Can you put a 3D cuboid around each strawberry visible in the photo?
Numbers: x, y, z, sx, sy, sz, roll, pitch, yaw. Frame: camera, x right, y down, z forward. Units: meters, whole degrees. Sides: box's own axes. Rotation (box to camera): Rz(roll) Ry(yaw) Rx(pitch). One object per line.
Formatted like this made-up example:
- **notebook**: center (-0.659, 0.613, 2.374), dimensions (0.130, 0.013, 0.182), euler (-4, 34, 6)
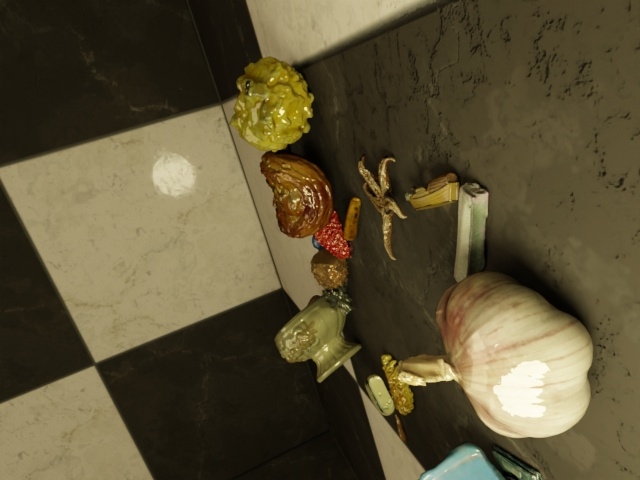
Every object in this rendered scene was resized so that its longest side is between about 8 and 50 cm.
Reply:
- **strawberry**: center (0.030, -0.021, 1.386), dimensions (0.121, 0.082, 0.188), euler (96, 153, -56)

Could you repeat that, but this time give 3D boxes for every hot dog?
- **hot dog**: center (-0.081, -0.155, 1.348), dimensions (0.387, 0.174, 0.267), euler (-132, 27, -70)

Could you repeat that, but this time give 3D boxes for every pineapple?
- **pineapple**: center (0.050, 0.147, 1.487), dimensions (0.128, 0.128, 0.248), euler (49, 161, 54)

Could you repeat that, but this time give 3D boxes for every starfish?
- **starfish**: center (0.138, -0.078, 0.956), dimensions (0.213, 0.056, 0.238), euler (-159, 53, -81)

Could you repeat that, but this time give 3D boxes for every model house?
- **model house**: center (0.313, 0.614, 0.881), dimensions (0.215, 0.237, 0.303), euler (45, 162, 59)

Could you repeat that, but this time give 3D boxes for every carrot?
- **carrot**: center (0.088, -0.056, 1.206), dimensions (0.171, 0.042, 0.042), euler (96, 150, -55)

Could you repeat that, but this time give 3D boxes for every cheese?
- **cheese**: center (0.191, 0.514, 1.433), dimensions (0.127, 0.054, 0.251), euler (62, 173, 25)

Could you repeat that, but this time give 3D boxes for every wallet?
- **wallet**: center (0.387, 0.467, 0.855), dimensions (0.129, 0.026, 0.088), euler (166, 82, -76)

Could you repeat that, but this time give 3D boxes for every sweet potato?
- **sweet potato**: center (0.282, 0.664, 1.538), dimensions (0.026, 0.026, 0.115), euler (-170, 63, -74)

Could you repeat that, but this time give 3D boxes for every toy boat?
- **toy boat**: center (0.192, -0.082, 0.763), dimensions (0.149, 0.047, 0.049), euler (169, 94, -73)

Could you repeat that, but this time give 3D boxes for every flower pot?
- **flower pot**: center (0.002, 0.379, 1.670), dimensions (0.244, 0.307, 0.307), euler (48, 160, 14)

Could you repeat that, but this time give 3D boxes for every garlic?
- **garlic**: center (0.219, 0.167, 0.618), dimensions (0.245, 0.253, 0.245), euler (168, 90, -73)
- **garlic**: center (-0.013, 0.316, 1.975), dimensions (0.115, 0.128, 0.207), euler (24, 167, -2)

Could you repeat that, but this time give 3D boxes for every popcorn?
- **popcorn**: center (-0.141, -0.368, 1.202), dimensions (0.249, 0.225, 0.250), euler (10, 109, 29)

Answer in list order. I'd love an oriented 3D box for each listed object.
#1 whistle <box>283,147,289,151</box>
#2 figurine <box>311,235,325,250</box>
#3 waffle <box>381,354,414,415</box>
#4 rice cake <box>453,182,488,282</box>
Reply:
- **whistle**: center (-0.160, -0.353, 1.692), dimensions (0.198, 0.057, 0.104), euler (-123, 28, -63)
- **figurine**: center (-0.004, 0.008, 1.566), dimensions (0.077, 0.079, 0.136), euler (26, 156, 0)
- **waffle**: center (0.232, 0.450, 1.364), dimensions (0.149, 0.051, 0.194), euler (34, 143, 64)
- **rice cake**: center (0.242, 0.001, 0.717), dimensions (0.047, 0.036, 0.207), euler (-110, 7, -53)
